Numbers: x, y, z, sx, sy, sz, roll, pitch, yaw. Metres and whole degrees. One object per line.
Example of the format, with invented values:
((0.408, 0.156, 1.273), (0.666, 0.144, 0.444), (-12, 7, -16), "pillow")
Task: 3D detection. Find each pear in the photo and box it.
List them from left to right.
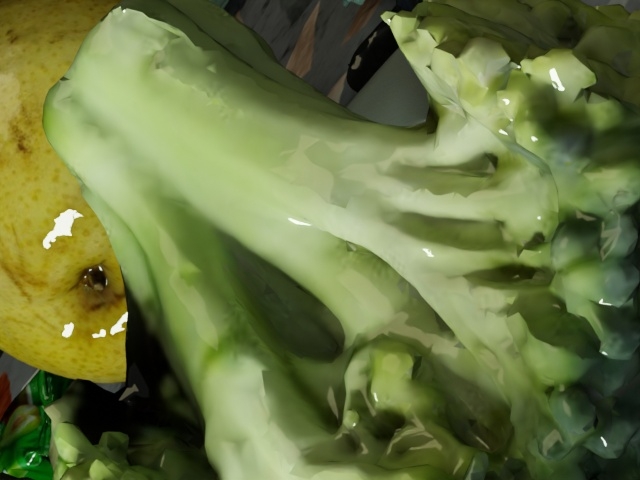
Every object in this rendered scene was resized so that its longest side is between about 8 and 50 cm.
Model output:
((-0.173, -0.055, 1.330), (0.314, 0.314, 0.314), (-50, 21, 27), "pear")

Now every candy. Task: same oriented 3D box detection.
((-0.252, 0.196, 1.513), (0.203, 0.078, 0.141), (-60, 3, 39), "candy")

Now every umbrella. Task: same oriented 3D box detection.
((0.090, -0.197, 1.224), (0.248, 0.071, 0.071), (-44, 24, 37), "umbrella")

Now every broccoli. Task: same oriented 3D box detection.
((0.008, 0.030, 0.670), (0.293, 0.281, 0.348), (-41, -12, -26), "broccoli")

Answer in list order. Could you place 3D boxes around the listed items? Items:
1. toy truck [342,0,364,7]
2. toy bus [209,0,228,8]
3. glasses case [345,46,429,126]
((0.041, -0.283, 1.379), (0.184, 0.133, 0.338), (-63, 13, 17), "toy truck")
((-0.188, -0.308, 1.953), (0.133, 0.165, 0.271), (-63, 18, -12), "toy bus")
((-0.001, -0.002, 1.099), (0.308, 0.083, 0.128), (-51, 43, 26), "glasses case")
